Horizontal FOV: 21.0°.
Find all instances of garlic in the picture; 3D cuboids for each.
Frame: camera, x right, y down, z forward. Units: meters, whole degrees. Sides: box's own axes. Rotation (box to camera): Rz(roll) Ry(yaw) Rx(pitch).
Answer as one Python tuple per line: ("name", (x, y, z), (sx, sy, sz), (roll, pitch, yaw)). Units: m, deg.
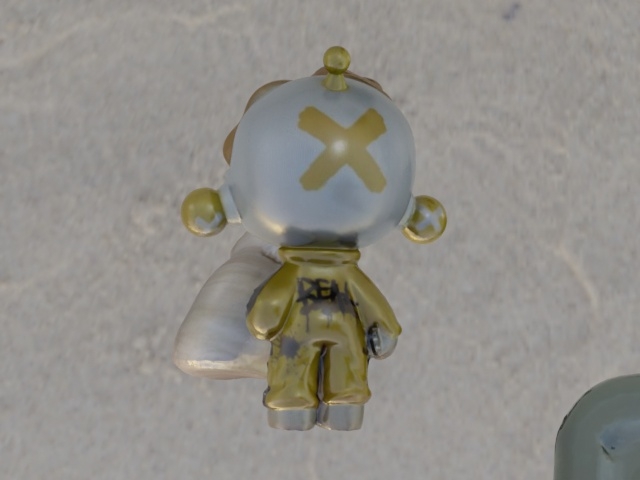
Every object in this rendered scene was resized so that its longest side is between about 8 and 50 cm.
("garlic", (-0.041, 0.038, 1.282), (0.099, 0.174, 0.124), (28, 159, 14))

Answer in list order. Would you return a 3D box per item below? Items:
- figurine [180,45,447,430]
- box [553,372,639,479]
("figurine", (-0.005, 0.001, 0.681), (0.101, 0.068, 0.143), (26, 84, -11))
("box", (0.154, 0.097, 0.464), (0.172, 0.124, 0.093), (-9, 154, 33))
